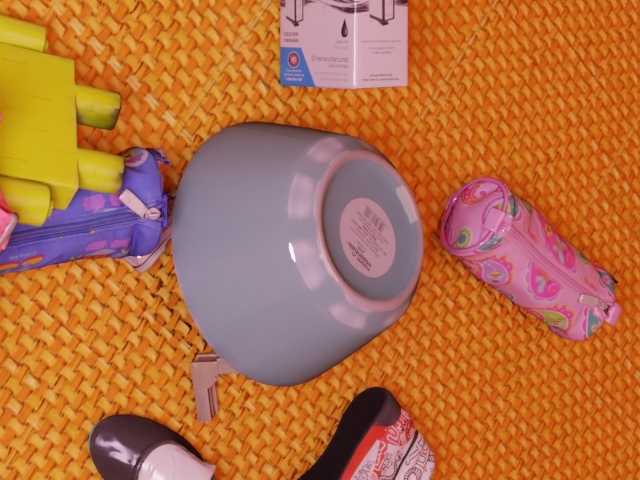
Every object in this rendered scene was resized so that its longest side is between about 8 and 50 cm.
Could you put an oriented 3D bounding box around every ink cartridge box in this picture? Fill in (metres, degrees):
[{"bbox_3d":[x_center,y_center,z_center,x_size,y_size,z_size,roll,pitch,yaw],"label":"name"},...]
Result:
[{"bbox_3d":[0.025,-0.279,1.836,0.086,0.148,0.203,-7,100,-36],"label":"ink cartridge box"}]

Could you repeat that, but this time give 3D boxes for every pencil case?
[{"bbox_3d":[0.281,0.029,2.107,0.284,0.124,0.124,37,73,-35],"label":"pencil case"},{"bbox_3d":[-0.294,-0.024,1.625,0.306,0.133,0.119,-10,103,-37],"label":"pencil case"}]

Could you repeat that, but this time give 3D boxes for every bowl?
[{"bbox_3d":[0.000,0.000,1.794,0.311,0.163,0.312,15,69,-43],"label":"bowl"}]

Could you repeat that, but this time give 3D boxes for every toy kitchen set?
[{"bbox_3d":[-0.100,0.163,1.855,0.068,0.083,0.075,-55,141,-73],"label":"toy kitchen set"}]

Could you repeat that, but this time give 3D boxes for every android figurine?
[{"bbox_3d":[-0.325,-0.124,1.562,0.272,0.056,0.248,13,51,-25],"label":"android figurine"}]

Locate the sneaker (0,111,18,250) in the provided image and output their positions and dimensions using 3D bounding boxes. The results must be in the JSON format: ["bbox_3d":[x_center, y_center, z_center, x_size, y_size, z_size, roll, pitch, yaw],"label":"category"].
[{"bbox_3d":[-0.338,0.013,1.419,0.136,0.116,0.314,-1,94,5],"label":"sneaker"}]

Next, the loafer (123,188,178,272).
[{"bbox_3d":[-0.177,-0.023,1.779,0.039,0.045,0.125,44,72,-27],"label":"loafer"}]

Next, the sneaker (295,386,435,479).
[{"bbox_3d":[0.041,0.326,1.973,0.270,0.090,0.145,-52,122,-24],"label":"sneaker"}]

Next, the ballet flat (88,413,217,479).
[{"bbox_3d":[-0.144,0.290,1.814,0.280,0.096,0.095,45,69,-34],"label":"ballet flat"}]
